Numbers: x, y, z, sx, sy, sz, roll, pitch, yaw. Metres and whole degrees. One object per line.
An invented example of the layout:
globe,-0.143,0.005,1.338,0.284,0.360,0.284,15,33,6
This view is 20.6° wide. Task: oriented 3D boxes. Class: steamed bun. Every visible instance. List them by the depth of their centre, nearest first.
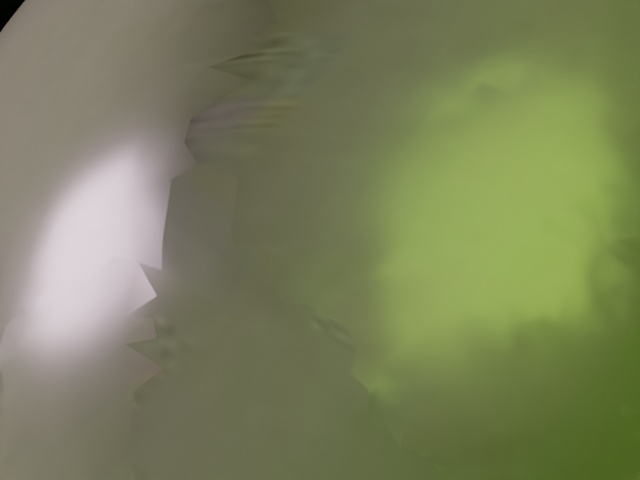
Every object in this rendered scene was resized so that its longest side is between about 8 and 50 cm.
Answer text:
steamed bun,0.024,0.036,0.527,0.334,0.334,0.374,27,61,7
